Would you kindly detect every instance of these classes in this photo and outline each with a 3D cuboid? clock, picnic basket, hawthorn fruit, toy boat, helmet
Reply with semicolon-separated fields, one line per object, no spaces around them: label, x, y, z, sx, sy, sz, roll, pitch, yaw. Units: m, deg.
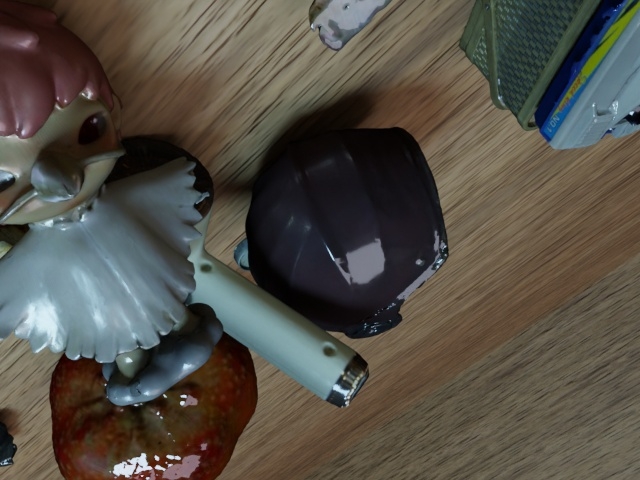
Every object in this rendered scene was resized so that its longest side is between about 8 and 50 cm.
clock;-0.084;0.014;0.930;0.085;0.017;0.085;-23;153;-12
picnic basket;0.276;-0.256;0.673;0.165;0.139;0.267;-17;151;-21
hawthorn fruit;-0.223;0.239;0.927;0.287;0.287;0.330;-25;159;-8
toy boat;0.301;-0.194;0.551;0.129;0.088;0.295;-16;151;-23
helmet;0.000;0.000;0.762;0.177;0.225;0.305;-3;144;-32

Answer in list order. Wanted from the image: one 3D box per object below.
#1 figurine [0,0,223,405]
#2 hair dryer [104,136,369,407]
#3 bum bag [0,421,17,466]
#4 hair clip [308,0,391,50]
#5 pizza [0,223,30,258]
figurine;-0.198;-0.054;0.461;0.207;0.166;0.387;-33;119;-18
hair dryer;-0.092;0.067;0.674;0.128;0.361;0.203;-51;171;-42
bum bag;-0.582;0.311;0.908;0.142;0.080;0.326;-37;156;32
hair clip;0.110;-0.274;0.529;0.300;0.069;0.173;-31;133;24
pizza;-0.316;0.000;0.590;0.154;0.069;0.194;-11;173;-31
